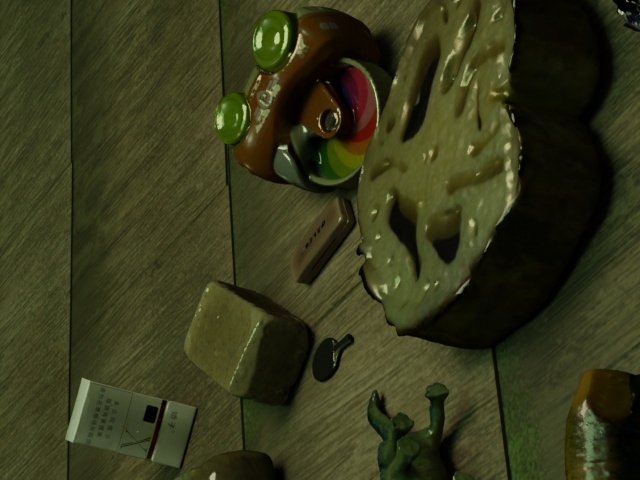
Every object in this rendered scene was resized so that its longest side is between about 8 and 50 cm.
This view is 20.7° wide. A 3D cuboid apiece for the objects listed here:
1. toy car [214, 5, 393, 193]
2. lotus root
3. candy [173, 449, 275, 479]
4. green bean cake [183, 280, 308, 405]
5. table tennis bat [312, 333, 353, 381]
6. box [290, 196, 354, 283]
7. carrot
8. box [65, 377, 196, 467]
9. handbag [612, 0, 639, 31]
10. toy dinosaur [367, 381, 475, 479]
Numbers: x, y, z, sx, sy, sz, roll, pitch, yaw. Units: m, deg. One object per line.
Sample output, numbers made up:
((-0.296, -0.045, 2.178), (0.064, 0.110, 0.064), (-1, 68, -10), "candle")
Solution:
((0.005, -0.145, 2.079), (0.235, 0.145, 0.235), (-7, 80, 47), "toy car")
((0.148, -0.083, 1.803), (0.375, 0.111, 0.390), (-14, 67, 60), "lotus root")
((-0.139, 0.337, 2.085), (0.234, 0.102, 0.104), (-47, 38, 43), "candy")
((-0.091, 0.124, 2.132), (0.179, 0.085, 0.109), (27, 97, 61), "green bean cake")
((0.013, 0.131, 2.024), (0.083, 0.007, 0.050), (-45, 38, 43), "table tennis bat")
((0.000, 0.000, 2.101), (0.115, 0.025, 0.048), (-52, 36, 32), "box")
((0.246, 0.197, 1.496), (0.082, 0.082, 0.173), (-24, 51, 54), "carrot")
((-0.246, 0.237, 2.271), (0.040, 0.154, 0.084), (1, 76, 65), "box")
((0.334, -0.276, 1.552), (0.208, 0.126, 0.229), (48, 125, 57), "handbag")
((0.097, 0.247, 1.747), (0.363, 0.076, 0.147), (-104, 22, -46), "toy dinosaur")
